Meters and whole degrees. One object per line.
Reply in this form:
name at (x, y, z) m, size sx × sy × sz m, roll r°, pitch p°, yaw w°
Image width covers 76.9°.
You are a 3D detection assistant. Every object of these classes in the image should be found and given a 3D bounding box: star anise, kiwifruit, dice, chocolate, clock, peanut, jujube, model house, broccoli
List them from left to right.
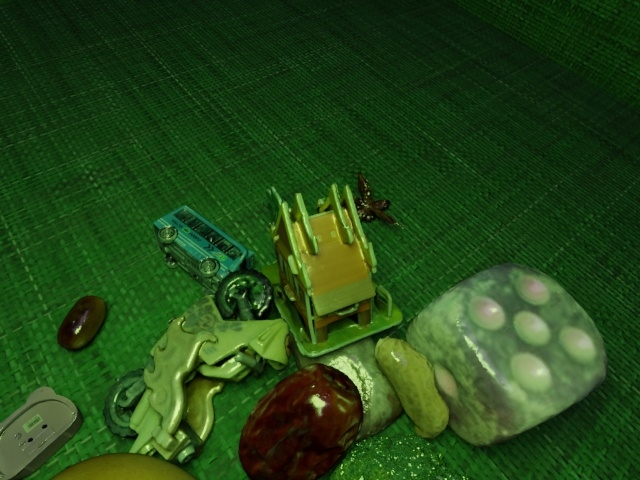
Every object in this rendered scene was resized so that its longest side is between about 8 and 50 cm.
clock at (-0.537, 0.359, 0.756) m, size 0.110 × 0.050 × 0.152 m, roll 36°, pitch 58°, yaw 17°
kiwifruit at (-0.515, 0.177, 0.875) m, size 0.075 × 0.075 × 0.125 m, roll 11°, pitch 57°, yaw 1°
jujube at (-0.040, 0.336, 0.729) m, size 0.183 × 0.183 × 0.243 m, roll 40°, pitch 100°, yaw 20°
model house at (0.000, 0.000, 0.872) m, size 0.242 × 0.313 × 0.358 m, roll -14°, pitch 34°, yaw -18°
chocolate at (0.050, 0.262, 0.873) m, size 0.185 × 0.101 × 0.303 m, roll -22°, pitch 57°, yaw -17°
star anise at (0.149, -0.091, 1.113) m, size 0.140 × 0.144 × 0.159 m, roll 29°, pitch 84°, yaw -23°
broccoli at (0.125, 0.456, 0.679) m, size 0.242 × 0.261 × 0.269 m, roll 54°, pitch 52°, yaw -17°
peanut at (0.181, 0.283, 0.789) m, size 0.099 × 0.099 × 0.214 m, roll -22°, pitch 84°, yaw -20°
dice at (0.358, 0.228, 0.820) m, size 0.271 × 0.270 × 0.270 m, roll -19°, pitch 60°, yaw -19°

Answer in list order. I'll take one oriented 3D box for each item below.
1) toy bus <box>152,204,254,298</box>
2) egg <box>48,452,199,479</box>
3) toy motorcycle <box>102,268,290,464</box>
toy bus at (-0.285, 0.028, 0.982) m, size 0.246 × 0.114 × 0.134 m, roll 33°, pitch 52°, yaw 18°
egg at (-0.290, 0.459, 0.595) m, size 0.322 × 0.250 × 0.250 m, roll 17°, pitch 54°, yaw -7°
toy motorcycle at (-0.222, 0.246, 0.797) m, size 0.410 × 0.169 × 0.237 m, roll -44°, pitch 59°, yaw -14°
